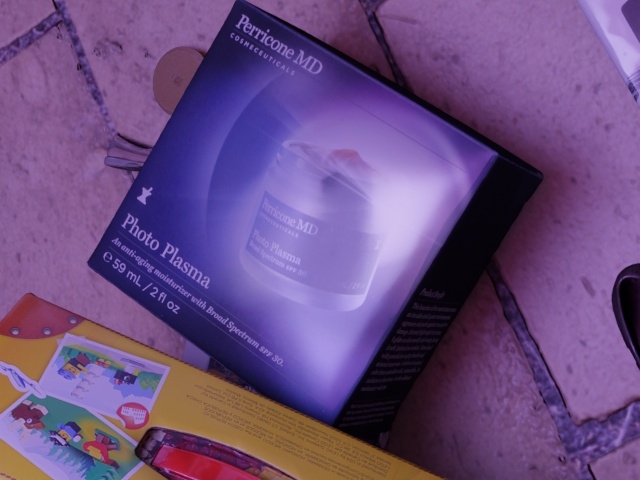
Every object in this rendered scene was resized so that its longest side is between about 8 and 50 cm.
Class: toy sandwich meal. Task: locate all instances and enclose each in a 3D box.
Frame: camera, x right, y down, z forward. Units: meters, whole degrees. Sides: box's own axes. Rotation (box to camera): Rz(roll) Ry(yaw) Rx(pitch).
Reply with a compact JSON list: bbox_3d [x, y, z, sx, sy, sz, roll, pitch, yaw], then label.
[{"bbox_3d":[-0.145,-0.173,1.424,0.086,0.029,0.085,1,91,30],"label":"toy sandwich meal"}]

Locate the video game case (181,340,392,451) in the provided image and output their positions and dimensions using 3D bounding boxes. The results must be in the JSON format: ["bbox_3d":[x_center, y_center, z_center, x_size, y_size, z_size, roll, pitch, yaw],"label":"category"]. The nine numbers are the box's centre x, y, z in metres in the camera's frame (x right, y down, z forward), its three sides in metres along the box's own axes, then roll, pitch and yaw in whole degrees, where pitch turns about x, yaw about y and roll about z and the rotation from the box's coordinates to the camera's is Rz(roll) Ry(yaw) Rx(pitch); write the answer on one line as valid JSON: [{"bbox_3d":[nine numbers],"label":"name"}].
[{"bbox_3d":[-0.051,0.222,1.337,0.232,0.042,0.210,15,95,20],"label":"video game case"}]

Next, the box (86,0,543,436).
[{"bbox_3d":[-0.006,-0.020,1.216,0.296,0.183,0.294,33,98,21],"label":"box"}]

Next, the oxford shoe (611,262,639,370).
[{"bbox_3d":[0.335,0.142,1.149,0.097,0.098,0.271,-37,75,20],"label":"oxford shoe"}]

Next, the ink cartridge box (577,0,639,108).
[{"bbox_3d":[0.320,-0.163,1.101,0.122,0.211,0.289,-31,77,20],"label":"ink cartridge box"}]

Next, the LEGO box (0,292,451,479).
[{"bbox_3d":[-0.093,0.319,1.146,0.500,0.193,0.372,23,134,9],"label":"LEGO box"}]

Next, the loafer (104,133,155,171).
[{"bbox_3d":[-0.183,-0.094,1.433,0.125,0.045,0.039,7,86,28],"label":"loafer"}]
